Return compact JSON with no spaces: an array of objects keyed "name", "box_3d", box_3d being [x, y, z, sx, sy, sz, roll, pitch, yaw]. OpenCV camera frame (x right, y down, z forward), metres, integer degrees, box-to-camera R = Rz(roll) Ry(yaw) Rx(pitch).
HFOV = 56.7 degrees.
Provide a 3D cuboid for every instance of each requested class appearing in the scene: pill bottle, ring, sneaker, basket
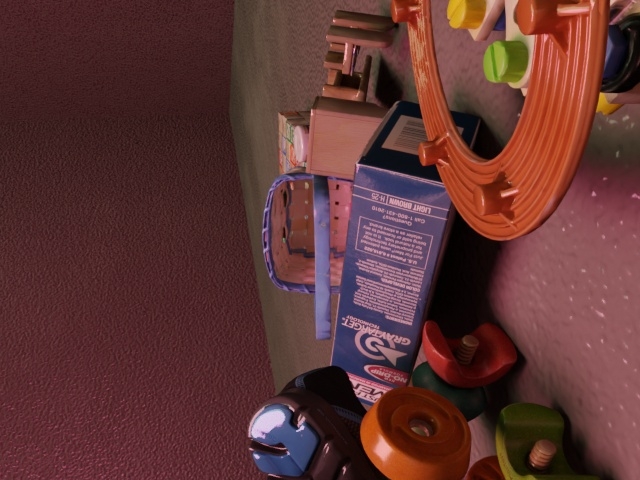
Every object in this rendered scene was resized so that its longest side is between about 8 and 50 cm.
[{"name":"pill bottle","box_3d":[0.017,-0.176,1.065,0.067,0.120,0.066,174,90,-76]},{"name":"ring","box_3d":[0.097,-0.164,0.418,0.336,0.032,0.336,170,90,-87]},{"name":"sneaker","box_3d":[0.072,0.279,0.604,0.340,0.125,0.140,58,-152,2]},{"name":"basket","box_3d":[0.000,0.000,1.031,0.289,0.201,0.254,-104,14,-68]}]

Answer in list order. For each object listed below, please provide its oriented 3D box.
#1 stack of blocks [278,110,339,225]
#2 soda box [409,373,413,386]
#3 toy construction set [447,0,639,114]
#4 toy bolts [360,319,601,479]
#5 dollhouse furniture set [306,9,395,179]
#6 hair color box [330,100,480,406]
[{"name":"stack of blocks","box_3d":[-0.020,-0.167,1.284,0.297,0.087,0.171,-122,30,-61]},{"name":"soda box","box_3d":[0.129,0.251,0.910,0.181,0.058,0.061,-130,37,-67]},{"name":"toy construction set","box_3d":[0.188,-0.205,0.351,0.327,0.151,0.214,91,169,-70]},{"name":"toy bolts","box_3d":[0.128,0.208,0.614,0.228,0.219,0.158,-98,19,-57]},{"name":"dollhouse furniture set","box_3d":[0.080,-0.190,0.872,0.242,0.161,0.212,-77,-5,-51]},{"name":"hair color box","box_3d":[0.094,0.029,0.721,0.173,0.105,0.347,-57,-22,-50]}]
